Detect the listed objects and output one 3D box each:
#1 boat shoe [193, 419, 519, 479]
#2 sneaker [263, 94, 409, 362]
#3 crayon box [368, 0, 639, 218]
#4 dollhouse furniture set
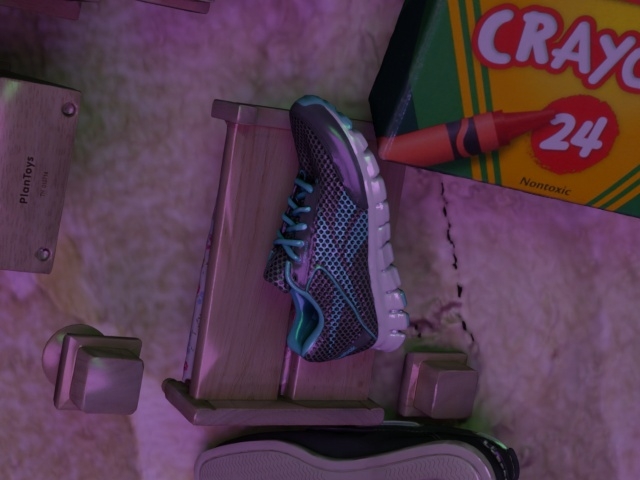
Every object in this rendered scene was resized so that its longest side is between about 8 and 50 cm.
[{"bbox_3d":[0.021,0.166,0.827,0.233,0.079,0.084,-7,98,27],"label":"boat shoe"},{"bbox_3d":[0.000,0.000,0.695,0.076,0.065,0.166,-20,108,-20],"label":"sneaker"},{"bbox_3d":[0.168,-0.169,0.630,0.202,0.081,0.318,12,123,-11],"label":"crayon box"},{"bbox_3d":[-0.061,-0.050,0.785,0.356,0.174,0.303,6,98,-30],"label":"dollhouse furniture set"}]
